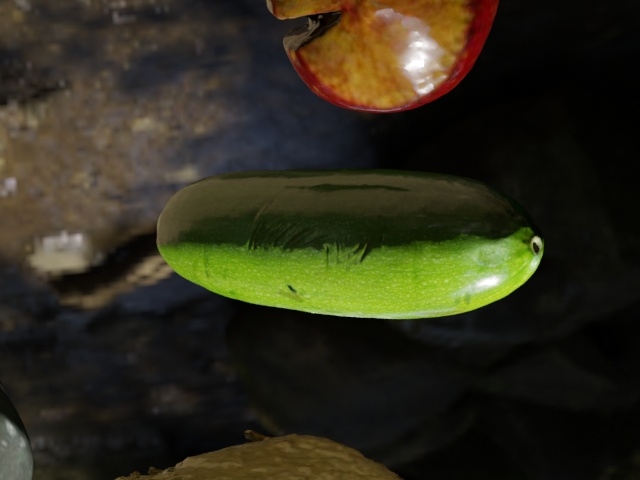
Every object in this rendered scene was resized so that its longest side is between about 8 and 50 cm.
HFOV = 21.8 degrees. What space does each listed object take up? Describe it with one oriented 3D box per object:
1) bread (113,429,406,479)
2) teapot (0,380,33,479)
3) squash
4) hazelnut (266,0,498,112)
[{"bbox_3d":[-0.109,0.287,1.505,0.375,0.165,0.236,-14,-161,-33],"label":"bread"},{"bbox_3d":[-0.291,0.203,0.845,0.253,0.344,0.300,5,148,-3],"label":"teapot"},{"bbox_3d":[-0.001,0.000,0.937,0.082,0.082,0.292,17,171,-43],"label":"squash"},{"bbox_3d":[0.062,-0.243,1.508,0.217,0.217,0.251,-7,114,-7],"label":"hazelnut"}]
